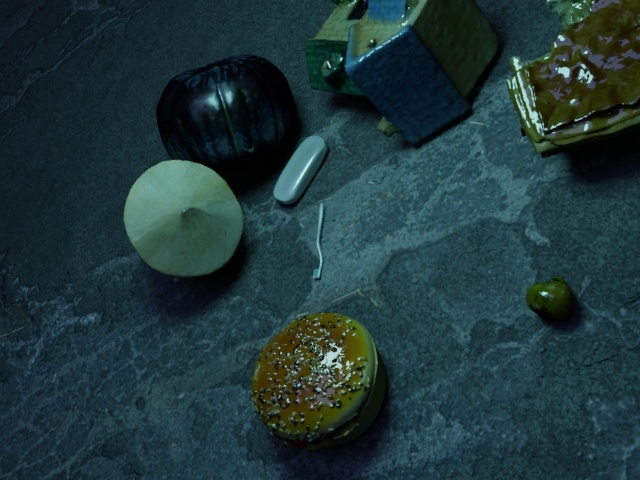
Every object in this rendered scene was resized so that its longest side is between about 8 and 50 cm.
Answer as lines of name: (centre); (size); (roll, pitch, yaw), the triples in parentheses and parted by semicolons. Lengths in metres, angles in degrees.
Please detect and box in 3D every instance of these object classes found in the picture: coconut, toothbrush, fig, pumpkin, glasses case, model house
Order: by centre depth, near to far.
fig: (0.448, 0.106, 1.452); (0.098, 0.082, 0.084); (-47, 12, -18)
model house: (0.144, -0.451, 1.791); (0.382, 0.334, 0.342); (23, 77, 48)
toothbrush: (0.000, 0.000, 1.834); (0.022, 0.017, 0.204); (-1, 64, 11)
coconut: (-0.341, -0.051, 1.876); (0.329, 0.329, 0.328); (-15, 58, 26)
glasses case: (-0.051, -0.181, 1.943); (0.076, 0.049, 0.197); (24, 80, 39)
pumpkin: (-0.244, -0.333, 1.977); (0.363, 0.266, 0.363); (-16, 27, 8)

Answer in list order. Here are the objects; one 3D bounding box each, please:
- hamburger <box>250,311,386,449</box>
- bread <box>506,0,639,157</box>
hamburger: (-0.006, 0.292, 1.576); (0.300, 0.176, 0.300); (-16, 56, 26)
bread: (0.546, -0.348, 1.540); (0.314, 0.191, 0.370); (-16, 65, 22)
